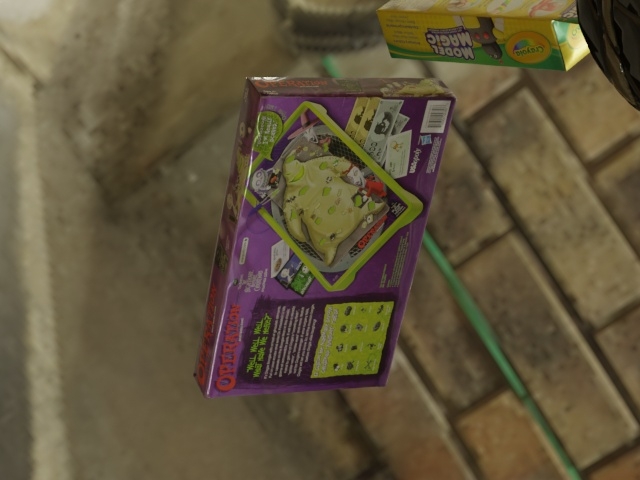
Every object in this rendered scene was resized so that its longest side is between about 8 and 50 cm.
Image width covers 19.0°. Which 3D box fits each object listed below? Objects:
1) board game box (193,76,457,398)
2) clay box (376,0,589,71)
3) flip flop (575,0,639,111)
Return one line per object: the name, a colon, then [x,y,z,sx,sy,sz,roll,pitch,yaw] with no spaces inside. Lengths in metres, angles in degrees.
board game box: [0.000,0.000,1.899,0.208,0.347,0.056,-4,33,-27]
clay box: [0.171,-0.194,1.588,0.127,0.222,0.053,-38,123,-34]
flip flop: [0.197,-0.174,1.032,0.277,0.080,0.112,84,-17,-56]
